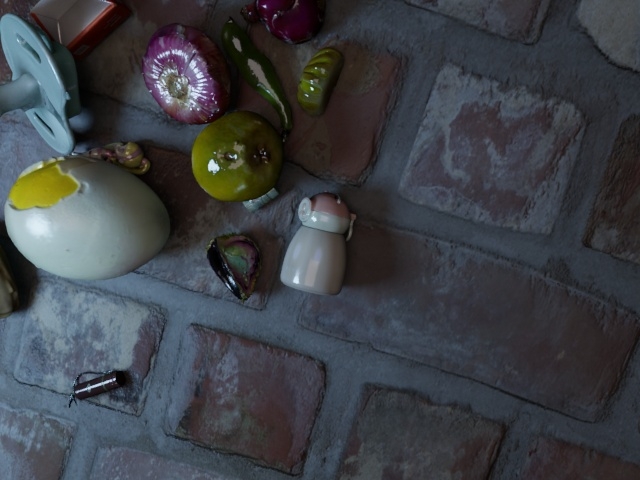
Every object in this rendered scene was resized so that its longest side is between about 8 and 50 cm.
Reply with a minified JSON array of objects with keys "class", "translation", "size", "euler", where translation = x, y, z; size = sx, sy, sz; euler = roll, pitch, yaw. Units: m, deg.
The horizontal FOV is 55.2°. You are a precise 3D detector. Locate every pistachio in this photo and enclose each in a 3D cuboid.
[{"class":"pistachio","translation":[-0.864,0.083,1.520],"size":[0.213,0.163,0.260],"euler":[-3,114,27]}]

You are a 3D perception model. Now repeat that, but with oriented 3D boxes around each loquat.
[{"class":"loquat","translation":[-0.194,-0.186,1.391],"size":[0.214,0.246,0.213],"euler":[2,87,-36]}]

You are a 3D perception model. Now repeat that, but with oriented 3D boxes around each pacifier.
[{"class":"pacifier","translation":[-0.677,-0.328,1.349],"size":[0.288,0.269,0.343],"euler":[43,143,19]}]

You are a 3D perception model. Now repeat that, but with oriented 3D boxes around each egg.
[{"class":"egg","translation":[-0.519,-0.045,1.395],"size":[0.345,0.283,0.282],"euler":[13,100,0]}]

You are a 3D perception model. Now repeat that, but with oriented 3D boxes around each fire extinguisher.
[{"class":"fire extinguisher","translation":[-0.591,0.375,1.596],"size":[0.157,0.045,0.078],"euler":[-20,69,9]}]

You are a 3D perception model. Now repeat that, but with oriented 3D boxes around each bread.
[{"class":"bread","translation":[-0.006,-0.362,1.392],"size":[0.083,0.094,0.157],"euler":[22,109,-3]}]

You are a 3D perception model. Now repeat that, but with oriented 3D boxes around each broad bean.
[{"class":"broad bean","translation":[-0.145,-0.368,1.421],"size":[0.098,0.056,0.317],"euler":[-20,99,9]}]

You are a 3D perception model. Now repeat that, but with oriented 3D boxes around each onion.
[{"class":"onion","translation":[-0.089,-0.519,1.350],"size":[0.198,0.135,0.173],"euler":[-10,95,9]},{"class":"onion","translation":[-0.285,-0.385,1.390],"size":[0.230,0.163,0.230],"euler":[21,139,20]}]

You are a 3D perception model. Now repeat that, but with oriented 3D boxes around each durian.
[{"class":"durian","translation":[-0.200,0.049,1.489],"size":[0.108,0.119,0.186],"euler":[-35,110,-27]}]

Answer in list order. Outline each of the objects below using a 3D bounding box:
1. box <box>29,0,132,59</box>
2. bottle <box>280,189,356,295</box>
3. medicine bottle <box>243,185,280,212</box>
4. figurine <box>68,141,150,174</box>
[{"class":"box","translation":[-0.549,-0.527,1.413],"size":[0.182,0.099,0.133],"euler":[-39,94,12]},{"class":"bottle","translation":[0.000,0.000,1.428],"size":[0.148,0.147,0.236],"euler":[13,93,3]},{"class":"medicine bottle","translation":[-0.143,-0.107,1.467],"size":[0.083,0.047,0.047],"euler":[-33,95,9]},{"class":"figurine","translation":[-0.507,-0.198,1.480],"size":[0.188,0.083,0.083],"euler":[-2,99,-1]}]
